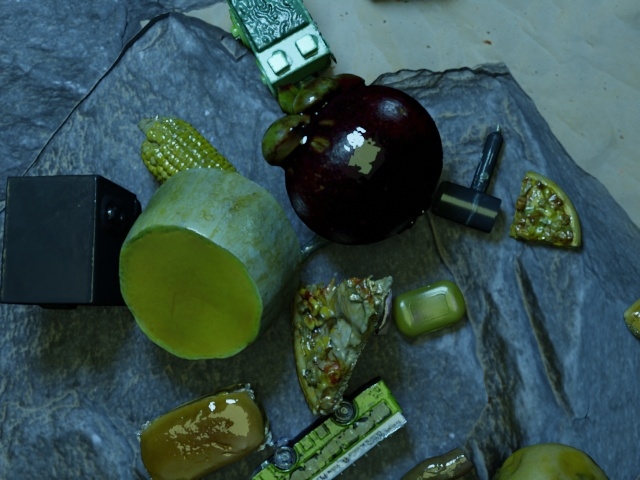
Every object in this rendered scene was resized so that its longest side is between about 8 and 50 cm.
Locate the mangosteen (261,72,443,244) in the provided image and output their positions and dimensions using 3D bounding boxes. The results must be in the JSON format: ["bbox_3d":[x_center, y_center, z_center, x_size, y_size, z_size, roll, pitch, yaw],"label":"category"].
[{"bbox_3d":[0.050,-0.159,1.404,0.347,0.307,0.307,42,88,-4],"label":"mangosteen"}]

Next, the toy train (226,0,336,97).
[{"bbox_3d":[-0.083,-0.401,1.502,0.159,0.188,0.272,-28,85,1],"label":"toy train"}]

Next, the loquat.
[{"bbox_3d":[0.393,0.473,1.371,0.243,0.244,0.244,0,84,3],"label":"loquat"}]

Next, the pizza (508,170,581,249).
[{"bbox_3d":[0.429,-0.043,1.507,0.134,0.046,0.175,-42,84,-2],"label":"pizza"}]

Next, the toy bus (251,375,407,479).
[{"bbox_3d":[0.024,0.387,1.458,0.301,0.113,0.139,-38,87,-2],"label":"toy bus"}]

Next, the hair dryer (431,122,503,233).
[{"bbox_3d":[0.306,-0.132,1.518,0.124,0.071,0.219,22,79,5],"label":"hair dryer"}]

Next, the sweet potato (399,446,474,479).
[{"bbox_3d":[0.157,0.480,1.463,0.281,0.059,0.067,-36,74,-2],"label":"sweet potato"}]

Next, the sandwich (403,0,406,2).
[{"bbox_3d":[0.145,-0.625,1.541,0.262,0.131,0.325,-38,84,-2],"label":"sandwich"}]

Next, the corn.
[{"bbox_3d":[-0.222,-0.110,1.512,0.130,0.130,0.347,-44,88,-2],"label":"corn"}]

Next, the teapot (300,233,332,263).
[{"bbox_3d":[0.000,0.000,1.530,0.110,0.043,0.043,-37,83,1],"label":"teapot"}]

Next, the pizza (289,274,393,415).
[{"bbox_3d":[0.022,0.184,1.389,0.074,0.287,0.252,9,73,-29],"label":"pizza"}]

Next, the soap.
[{"bbox_3d":[0.208,0.131,1.502,0.140,0.045,0.089,-18,86,0],"label":"soap"}]

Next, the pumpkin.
[{"bbox_3d":[-0.211,0.051,1.396,0.332,0.199,0.333,5,110,13],"label":"pumpkin"}]

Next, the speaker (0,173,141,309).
[{"bbox_3d":[-0.449,0.013,1.447,0.184,0.254,0.232,0,84,4],"label":"speaker"}]

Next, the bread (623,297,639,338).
[{"bbox_3d":[0.627,0.137,1.475,0.106,0.053,0.072,-39,87,-7],"label":"bread"}]

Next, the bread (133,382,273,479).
[{"bbox_3d":[-0.218,0.367,1.473,0.241,0.107,0.136,-23,86,1],"label":"bread"}]

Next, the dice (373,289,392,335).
[{"bbox_3d":[0.089,0.131,1.484,0.091,0.094,0.093,6,86,3],"label":"dice"}]
